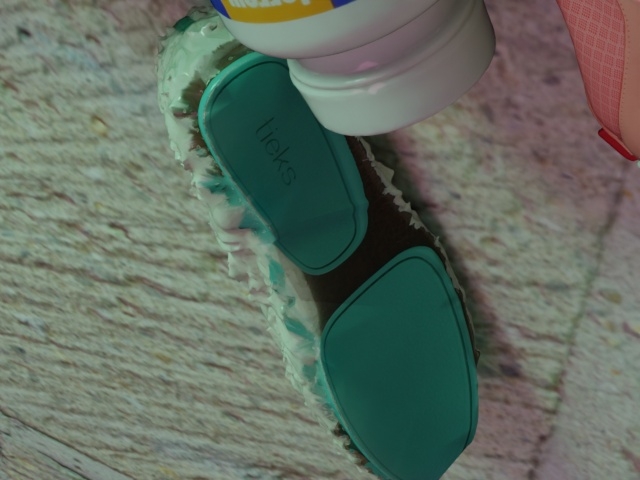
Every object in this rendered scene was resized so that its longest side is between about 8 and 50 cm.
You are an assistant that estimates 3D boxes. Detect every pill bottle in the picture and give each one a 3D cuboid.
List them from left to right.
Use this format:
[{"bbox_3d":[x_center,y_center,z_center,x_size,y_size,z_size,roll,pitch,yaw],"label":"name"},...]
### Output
[{"bbox_3d":[-0.008,-0.189,0.745,0.152,0.152,0.272,3,135,38],"label":"pill bottle"}]

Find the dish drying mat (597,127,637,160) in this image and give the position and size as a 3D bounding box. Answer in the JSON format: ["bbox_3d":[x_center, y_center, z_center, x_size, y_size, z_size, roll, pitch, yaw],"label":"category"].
[{"bbox_3d":[0.199,-0.071,0.852,0.032,0.008,0.083,40,145,-11],"label":"dish drying mat"}]

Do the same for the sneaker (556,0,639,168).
[{"bbox_3d":[0.219,-0.064,0.778,0.136,0.116,0.314,0,128,54],"label":"sneaker"}]

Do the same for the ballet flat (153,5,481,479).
[{"bbox_3d":[0.000,0.000,1.029,0.147,0.147,0.409,5,134,36],"label":"ballet flat"}]
